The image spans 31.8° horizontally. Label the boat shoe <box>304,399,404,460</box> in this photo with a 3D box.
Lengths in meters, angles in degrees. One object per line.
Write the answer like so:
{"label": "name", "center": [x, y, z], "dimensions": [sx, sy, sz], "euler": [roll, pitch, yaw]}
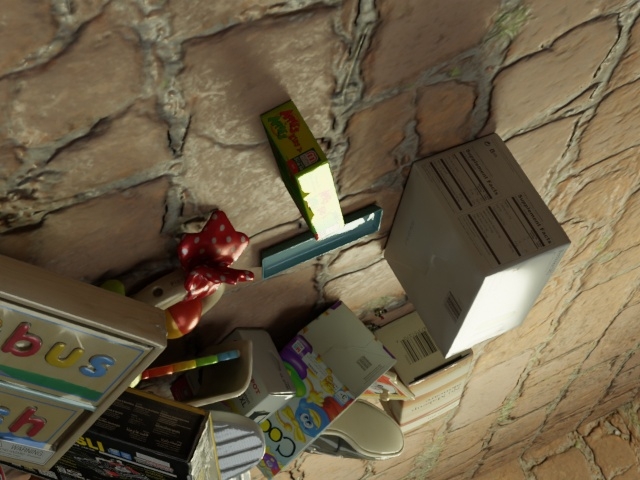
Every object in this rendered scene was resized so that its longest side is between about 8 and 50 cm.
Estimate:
{"label": "boat shoe", "center": [0.011, 0.358, 2.163], "dimensions": [0.335, 0.112, 0.095], "euler": [19, 148, -32]}

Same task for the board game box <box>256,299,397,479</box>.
{"label": "board game box", "center": [-0.027, 0.253, 1.882], "dimensions": [0.275, 0.142, 0.144], "euler": [-49, 170, 37]}

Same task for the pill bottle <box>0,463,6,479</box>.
{"label": "pill bottle", "center": [-0.478, 0.314, 1.328], "dimensions": [0.181, 0.182, 0.323], "euler": [-24, 176, -12]}

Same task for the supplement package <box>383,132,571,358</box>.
{"label": "supplement package", "center": [0.220, 0.013, 1.647], "dimensions": [0.145, 0.204, 0.262], "euler": [-21, 155, -18]}

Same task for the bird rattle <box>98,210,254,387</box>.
{"label": "bird rattle", "center": [-0.198, 0.071, 1.462], "dimensions": [0.253, 0.143, 0.207], "euler": [-40, 169, -7]}

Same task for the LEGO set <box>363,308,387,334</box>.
{"label": "LEGO set", "center": [0.089, 0.149, 2.007], "dimensions": [0.083, 0.023, 0.054], "euler": [-54, 151, 19]}

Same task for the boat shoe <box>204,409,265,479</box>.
{"label": "boat shoe", "center": [-0.251, 0.306, 1.721], "dimensions": [0.335, 0.119, 0.121], "euler": [-6, 111, 0]}

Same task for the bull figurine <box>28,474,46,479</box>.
{"label": "bull figurine", "center": [-0.325, 0.380, 1.825], "dimensions": [0.310, 0.188, 0.101], "euler": [-20, 120, -4]}

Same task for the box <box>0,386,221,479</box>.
{"label": "box", "center": [-0.294, 0.256, 1.452], "dimensions": [0.321, 0.079, 0.257], "euler": [15, 147, 9]}

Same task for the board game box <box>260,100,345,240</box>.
{"label": "board game box", "center": [-0.019, -0.079, 1.339], "dimensions": [0.043, 0.092, 0.181], "euler": [-28, 156, -4]}

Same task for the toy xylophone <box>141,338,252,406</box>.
{"label": "toy xylophone", "center": [-0.260, 0.215, 1.640], "dimensions": [0.236, 0.081, 0.322], "euler": [-14, 175, 36]}

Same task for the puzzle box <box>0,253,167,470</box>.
{"label": "puzzle box", "center": [-0.398, 0.107, 1.152], "dimensions": [0.408, 0.052, 0.272], "euler": [22, 128, -32]}

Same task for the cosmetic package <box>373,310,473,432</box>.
{"label": "cosmetic package", "center": [0.192, 0.251, 2.180], "dimensions": [0.153, 0.129, 0.296], "euler": [-26, 156, -10]}

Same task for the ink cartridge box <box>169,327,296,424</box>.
{"label": "ink cartridge box", "center": [-0.141, 0.238, 1.789], "dimensions": [0.175, 0.127, 0.072], "euler": [-42, 151, 25]}

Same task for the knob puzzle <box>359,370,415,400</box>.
{"label": "knob puzzle", "center": [0.051, 0.250, 2.016], "dimensions": [0.213, 0.030, 0.213], "euler": [14, 155, 7]}

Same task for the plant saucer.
{"label": "plant saucer", "center": [0.000, 0.000, 1.610], "dimensions": [0.192, 0.018, 0.067], "euler": [-22, 155, -14]}

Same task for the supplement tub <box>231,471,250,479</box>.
{"label": "supplement tub", "center": [-0.241, 0.421, 2.019], "dimensions": [0.199, 0.144, 0.144], "euler": [-20, 155, -20]}
